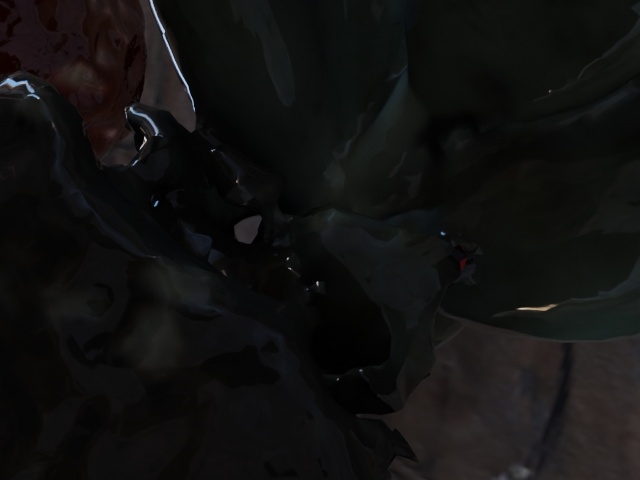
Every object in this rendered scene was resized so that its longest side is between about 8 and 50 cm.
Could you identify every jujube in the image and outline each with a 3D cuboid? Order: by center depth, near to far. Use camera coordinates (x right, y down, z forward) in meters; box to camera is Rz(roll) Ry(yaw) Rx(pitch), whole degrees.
[{"bbox_3d":[-0.167,-0.123,0.883,0.155,0.230,0.155,-13,-36,-10],"label":"jujube"}]

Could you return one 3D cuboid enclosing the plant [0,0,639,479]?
[{"bbox_3d":[-0.001,0.001,0.370,0.149,0.146,0.274,42,-86,-4],"label":"plant"}]
